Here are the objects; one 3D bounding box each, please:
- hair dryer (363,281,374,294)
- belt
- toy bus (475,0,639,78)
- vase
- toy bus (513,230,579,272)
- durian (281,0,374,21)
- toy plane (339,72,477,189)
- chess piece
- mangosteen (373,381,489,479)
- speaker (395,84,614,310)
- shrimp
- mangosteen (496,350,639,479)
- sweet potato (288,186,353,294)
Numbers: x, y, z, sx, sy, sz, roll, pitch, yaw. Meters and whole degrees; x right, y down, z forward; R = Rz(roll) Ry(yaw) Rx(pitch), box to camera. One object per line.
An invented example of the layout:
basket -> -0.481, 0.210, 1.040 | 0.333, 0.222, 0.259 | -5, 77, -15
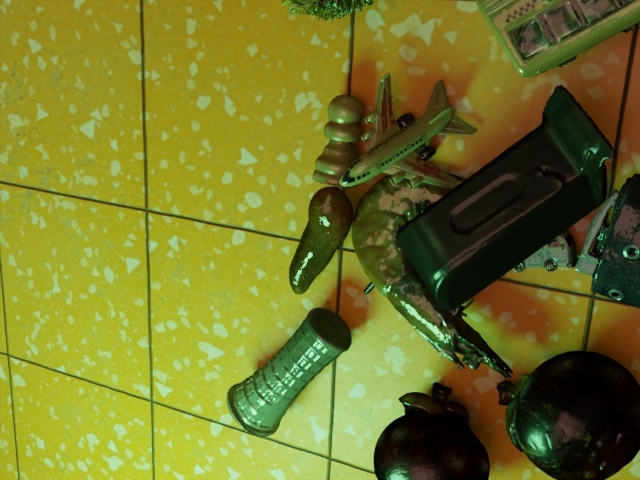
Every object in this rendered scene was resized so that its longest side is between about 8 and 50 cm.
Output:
hair dryer -> 0.111, 0.079, 1.560 | 0.047, 0.026, 0.083 | 45, 127, 12
belt -> 0.507, -0.002, 1.270 | 0.128, 0.122, 0.218 | 23, 115, 22
toy bus -> 0.436, -0.406, 1.164 | 0.365, 0.177, 0.202 | -26, 95, 34
vase -> -0.064, 0.276, 1.645 | 0.143, 0.143, 0.299 | 45, 117, 9
toy bus -> 0.392, 0.015, 1.372 | 0.123, 0.060, 0.075 | -2, 100, 30
durian -> 0.030, -0.496, 1.344 | 0.237, 0.176, 0.200 | -36, 77, 25
toy plane -> 0.146, -0.174, 1.410 | 0.256, 0.104, 0.242 | -34, 86, 15
chess piece -> 0.043, -0.193, 1.482 | 0.094, 0.094, 0.170 | 16, 105, 23
mangosteen -> 0.220, 0.408, 1.507 | 0.228, 0.228, 0.265 | -5, 62, 29
speaker -> 0.294, -0.062, 1.280 | 0.388, 0.184, 0.180 | -39, 67, 18
shrimp -> 0.242, 0.060, 1.448 | 0.272, 0.085, 0.445 | -38, 79, 20
mangosteen -> 0.429, 0.295, 1.368 | 0.289, 0.231, 0.231 | 29, 122, 57
sweet potato -> 0.001, 0.000, 1.548 | 0.097, 0.097, 0.292 | 35, 136, 15
